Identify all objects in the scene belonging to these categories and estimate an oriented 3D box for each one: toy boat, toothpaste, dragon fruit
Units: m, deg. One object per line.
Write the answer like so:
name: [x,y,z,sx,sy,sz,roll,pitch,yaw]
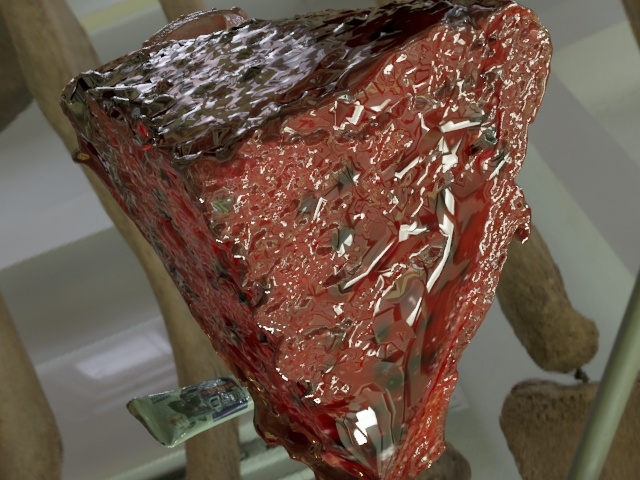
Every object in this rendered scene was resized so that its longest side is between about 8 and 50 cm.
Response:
toy boat: [-0.209,-0.280,1.290,0.141,0.099,0.318,38,-115,2]
toothpaste: [-0.096,0.161,0.841,0.060,0.233,0.038,45,-63,23]
dragon fruit: [0.007,-0.006,0.576,0.228,0.329,0.286,-37,-148,-20]
